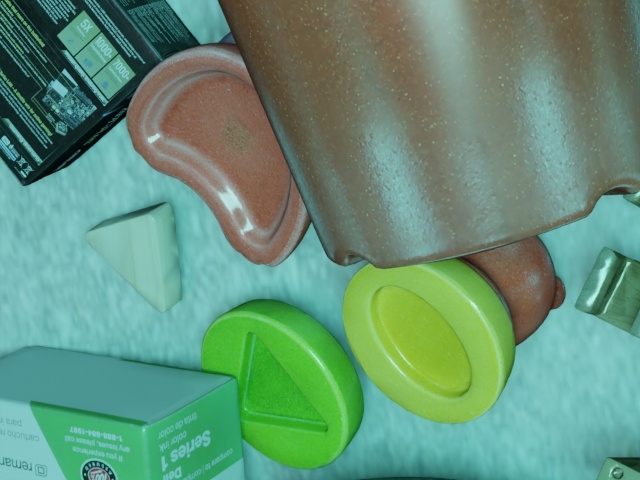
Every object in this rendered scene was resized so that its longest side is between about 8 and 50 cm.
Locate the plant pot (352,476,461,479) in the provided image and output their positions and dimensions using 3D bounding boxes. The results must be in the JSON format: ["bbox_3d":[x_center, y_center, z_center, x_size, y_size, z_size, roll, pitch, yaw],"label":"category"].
[{"bbox_3d":[0.102,0.278,0.998,0.195,0.290,0.290,-18,100,-16],"label":"plant pot"}]

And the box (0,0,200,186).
[{"bbox_3d":[-0.201,-0.156,1.052,0.147,0.077,0.180,-39,91,22],"label":"box"}]

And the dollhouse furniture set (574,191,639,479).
[{"bbox_3d":[0.276,0.087,0.942,0.212,0.161,0.242,26,94,27],"label":"dollhouse furniture set"}]

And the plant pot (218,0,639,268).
[{"bbox_3d":[0.059,-0.141,0.800,0.272,0.272,0.265,-13,102,20],"label":"plant pot"}]

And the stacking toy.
[{"bbox_3d":[0.000,0.000,1.046,0.309,0.130,0.279,50,138,2],"label":"stacking toy"}]

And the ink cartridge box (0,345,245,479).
[{"bbox_3d":[-0.162,0.234,1.105,0.201,0.117,0.278,5,107,31],"label":"ink cartridge box"}]
